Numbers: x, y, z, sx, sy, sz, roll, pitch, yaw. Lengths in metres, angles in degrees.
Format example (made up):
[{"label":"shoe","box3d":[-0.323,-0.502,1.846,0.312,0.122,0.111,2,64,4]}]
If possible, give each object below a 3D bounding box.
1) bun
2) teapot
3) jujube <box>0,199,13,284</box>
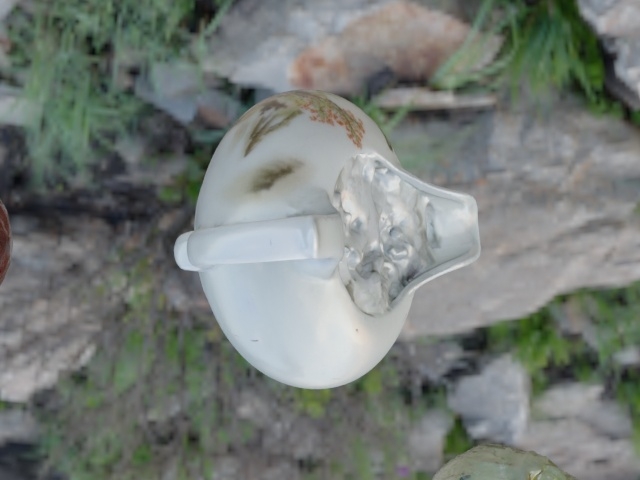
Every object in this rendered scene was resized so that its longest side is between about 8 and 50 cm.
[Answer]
[{"label":"bun","box3d":[0.240,0.338,1.956,0.239,0.239,0.141,11,128,-17]},{"label":"teapot","box3d":[0.000,0.000,1.096,0.139,0.204,0.298,-2,-174,29]},{"label":"jujube","box3d":[-0.390,0.032,1.565,0.190,0.255,0.190,-2,130,-2]}]
